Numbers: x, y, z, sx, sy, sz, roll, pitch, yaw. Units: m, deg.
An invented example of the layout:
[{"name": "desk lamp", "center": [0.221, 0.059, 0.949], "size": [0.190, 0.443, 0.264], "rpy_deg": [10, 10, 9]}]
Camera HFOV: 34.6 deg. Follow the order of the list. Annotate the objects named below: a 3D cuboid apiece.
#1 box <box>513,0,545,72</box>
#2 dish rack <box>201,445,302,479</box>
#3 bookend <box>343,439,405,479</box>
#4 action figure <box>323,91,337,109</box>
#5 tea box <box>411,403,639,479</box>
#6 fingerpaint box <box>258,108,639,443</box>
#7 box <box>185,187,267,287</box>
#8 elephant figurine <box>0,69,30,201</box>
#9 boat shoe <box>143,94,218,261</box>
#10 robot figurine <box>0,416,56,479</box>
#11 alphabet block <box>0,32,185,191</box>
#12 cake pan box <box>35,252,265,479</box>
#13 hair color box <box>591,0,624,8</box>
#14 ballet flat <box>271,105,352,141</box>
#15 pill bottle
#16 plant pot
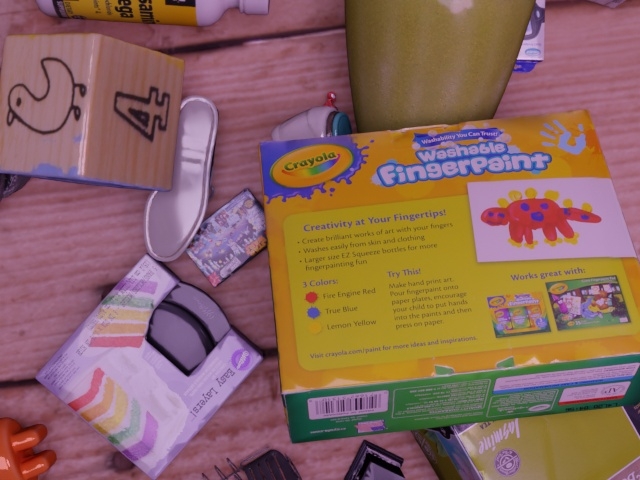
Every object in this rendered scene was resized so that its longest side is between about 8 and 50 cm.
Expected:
[{"name": "box", "center": [0.307, -0.331, 1.599], "size": [0.081, 0.028, 0.136], "rpy_deg": [0, 89, -3]}, {"name": "dish rack", "center": [-0.148, 0.419, 1.515], "size": [0.272, 0.208, 0.074], "rpy_deg": [-31, 132, -2]}, {"name": "bookend", "center": [0.068, 0.399, 1.538], "size": [0.072, 0.157, 0.156], "rpy_deg": [27, 91, -3]}, {"name": "action figure", "center": [0.020, -0.172, 1.586], "size": [0.030, 0.038, 0.115], "rpy_deg": [-6, 93, 20]}, {"name": "tea box", "center": [0.311, 0.228, 1.482], "size": [0.329, 0.220, 0.323], "rpy_deg": [-30, 91, -15]}, {"name": "fingerpaint box", "center": [0.158, 0.039, 1.313], "size": [0.445, 0.163, 0.371], "rpy_deg": [-7, 57, -2]}, {"name": "box", "center": [-0.138, -0.004, 1.587], "size": [0.137, 0.027, 0.094], "rpy_deg": [-39, 93, -1]}, {"name": "elephant figurine", "center": [-0.514, -0.109, 1.524], "size": [0.169, 0.186, 0.239], "rpy_deg": [-28, 105, -36]}, {"name": "boat shoe", "center": [-0.209, -0.093, 1.557], "size": [0.095, 0.079, 0.254], "rpy_deg": [8, 88, 0]}, {"name": "robot figurine", "center": [-0.510, 0.344, 1.528], "size": [0.219, 0.128, 0.158], "rpy_deg": [-19, 130, -2]}, {"name": "alphabet block", "center": [-0.328, -0.179, 1.465], "size": [0.192, 0.193, 0.197], "rpy_deg": [6, 90, 31]}, {"name": "cake pan box", "center": [-0.253, 0.186, 1.567], "size": [0.246, 0.070, 0.267], "rpy_deg": [43, 89, -4]}, {"name": "hair color box", "center": [0.392, -0.412, 1.569], "size": [0.167, 0.093, 0.053], "rpy_deg": [19, 90, -3]}, {"name": "ballet flat", "center": [0.000, 0.000, 1.549], "size": [0.139, 0.139, 0.400], "rpy_deg": [-8, 98, -2]}, {"name": "pill bottle", "center": [-0.238, -0.410, 1.495], "size": [0.334, 0.188, 0.187], "rpy_deg": [3, 91, -2]}, {"name": "plant pot", "center": [0.152, -0.228, 1.500], "size": [0.275, 0.275, 0.293], "rpy_deg": [7, 107, -2]}]
